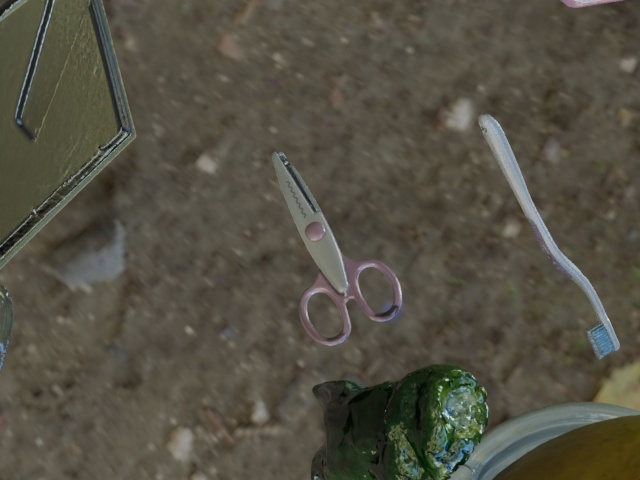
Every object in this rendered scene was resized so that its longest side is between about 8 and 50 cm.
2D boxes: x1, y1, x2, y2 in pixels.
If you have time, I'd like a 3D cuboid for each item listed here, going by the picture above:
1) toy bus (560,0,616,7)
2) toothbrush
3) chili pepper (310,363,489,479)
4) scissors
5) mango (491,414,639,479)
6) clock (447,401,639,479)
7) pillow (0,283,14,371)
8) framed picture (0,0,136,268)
[{"bbox_3d":[0.331,-0.289,1.873,0.203,0.090,0.063,-8,126,22],"label":"toy bus"},{"bbox_3d":[0.099,-0.002,0.804,0.013,0.011,0.131,-36,114,-12],"label":"toothbrush"},{"bbox_3d":[0.039,0.137,1.291,0.061,0.224,0.098,-1,80,-28],"label":"chili pepper"},{"bbox_3d":[0.000,0.000,1.532,0.085,0.176,0.022,-26,159,2],"label":"scissors"},{"bbox_3d":[0.107,0.191,0.799,0.262,0.167,0.130,-54,146,-10],"label":"mango"},{"bbox_3d":[0.192,0.235,1.352,0.236,0.236,0.053,-38,156,-8],"label":"clock"},{"bbox_3d":[-0.315,0.132,1.480,0.130,0.033,0.217,6,95,3],"label":"pillow"},{"bbox_3d":[-0.242,-0.117,1.601,0.265,0.018,0.192,-52,138,-53],"label":"framed picture"}]
